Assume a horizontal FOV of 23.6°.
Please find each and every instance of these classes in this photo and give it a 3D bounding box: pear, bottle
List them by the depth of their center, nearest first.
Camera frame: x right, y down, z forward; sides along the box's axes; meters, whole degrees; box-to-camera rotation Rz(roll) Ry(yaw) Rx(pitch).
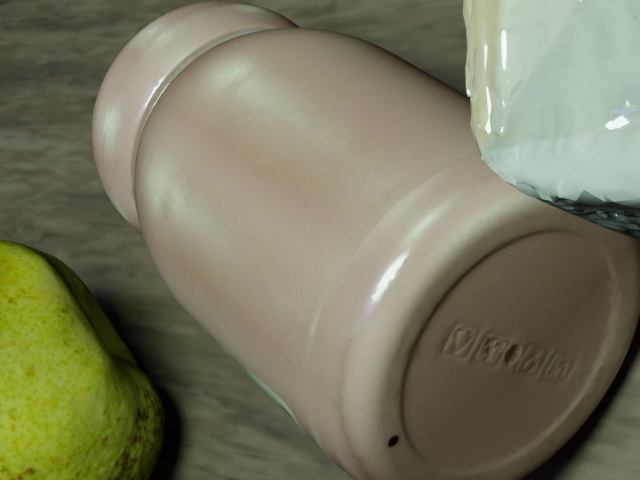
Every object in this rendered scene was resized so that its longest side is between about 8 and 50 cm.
[{"bbox_3d":[0.000,0.000,0.765,0.297,0.173,0.206,37,139,44],"label":"bottle"},{"bbox_3d":[-0.200,0.103,0.907,0.197,0.197,0.197,-15,69,42],"label":"pear"}]

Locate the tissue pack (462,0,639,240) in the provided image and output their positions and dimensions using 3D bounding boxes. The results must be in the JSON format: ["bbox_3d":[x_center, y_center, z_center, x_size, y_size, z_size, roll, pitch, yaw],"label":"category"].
[{"bbox_3d":[0.212,-0.018,0.447,0.238,0.305,0.239,-15,68,42],"label":"tissue pack"}]
